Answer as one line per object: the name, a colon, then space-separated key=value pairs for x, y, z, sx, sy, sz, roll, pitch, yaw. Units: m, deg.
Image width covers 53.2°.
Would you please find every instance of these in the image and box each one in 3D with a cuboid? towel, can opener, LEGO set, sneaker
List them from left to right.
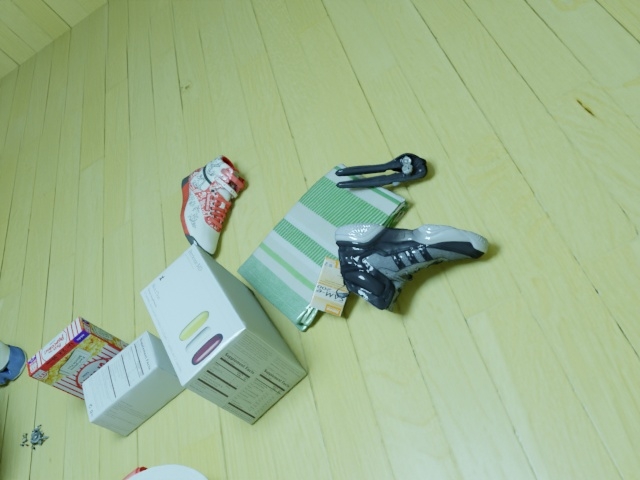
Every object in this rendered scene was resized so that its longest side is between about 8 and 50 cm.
sneaker: x=-0.901 y=0.291 z=1.536 sx=0.316 sy=0.182 sz=0.127 roll=-20 pitch=51 yaw=-7
LEGO set: x=-0.647 y=0.442 z=1.433 sx=0.083 sy=0.023 sz=0.054 roll=-28 pitch=47 yaw=14
sneaker: x=-0.246 y=-0.091 z=1.496 sx=0.145 sy=0.090 sz=0.270 roll=-32 pitch=44 yaw=15
towel: x=0.000 y=0.000 z=1.304 sx=0.325 sy=0.038 sz=0.248 roll=-49 pitch=45 yaw=-4
can opener: x=0.121 y=-0.131 z=1.269 sx=0.186 sy=0.073 sz=0.059 roll=-11 pitch=74 yaw=5
sneaker: x=0.154 y=0.051 z=1.123 sx=0.269 sy=0.101 sz=0.153 roll=3 pitch=84 yaw=13

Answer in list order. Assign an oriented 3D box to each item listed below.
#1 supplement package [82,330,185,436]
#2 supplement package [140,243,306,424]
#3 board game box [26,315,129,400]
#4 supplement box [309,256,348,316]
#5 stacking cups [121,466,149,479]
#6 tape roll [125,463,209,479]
supplement package: x=-0.375 y=0.291 z=1.299 sx=0.179 sy=0.105 sz=0.105 roll=-39 pitch=45 yaw=4
supplement package: x=-0.183 y=0.170 z=1.187 sx=0.145 sy=0.204 sz=0.262 roll=-43 pitch=45 yaw=0
board game box: x=-0.482 y=0.257 z=1.335 sx=0.147 sy=0.193 sz=0.045 roll=-41 pitch=46 yaw=4
supplement box: x=0.023 y=0.086 z=1.188 sx=0.062 sy=0.036 sz=0.098 roll=18 pitch=85 yaw=0
stacking cups: x=-0.435 y=0.540 z=1.170 sx=0.316 sy=0.096 sz=0.096 roll=-41 pitch=45 yaw=3
tape roll: x=-0.264 y=0.511 z=1.025 sx=0.286 sy=0.100 sz=0.286 roll=-17 pitch=39 yaw=14
